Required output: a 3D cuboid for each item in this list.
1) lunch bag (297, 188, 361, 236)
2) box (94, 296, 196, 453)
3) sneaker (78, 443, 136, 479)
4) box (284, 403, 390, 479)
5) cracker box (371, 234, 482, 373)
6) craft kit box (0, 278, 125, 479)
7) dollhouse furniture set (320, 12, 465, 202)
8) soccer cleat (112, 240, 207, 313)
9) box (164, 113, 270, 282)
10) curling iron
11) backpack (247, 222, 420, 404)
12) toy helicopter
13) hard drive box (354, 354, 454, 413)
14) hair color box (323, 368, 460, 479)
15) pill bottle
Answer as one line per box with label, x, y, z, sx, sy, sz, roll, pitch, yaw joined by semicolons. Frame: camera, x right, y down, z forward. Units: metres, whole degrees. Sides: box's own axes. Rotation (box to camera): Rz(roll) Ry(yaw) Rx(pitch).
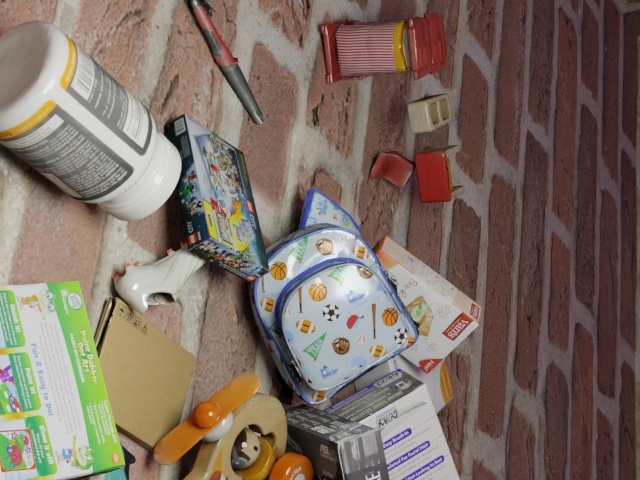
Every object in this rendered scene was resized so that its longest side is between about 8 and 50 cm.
lunch bag;0.000;0.000;2.119;0.151;0.096;0.129;55;39;-52
box;-0.260;0.199;1.710;0.201;0.021;0.164;46;48;-46
sneaker;-0.290;0.397;1.531;0.121;0.108;0.302;32;55;-47
box;0.022;0.400;1.874;0.076;0.307;0.243;-13;96;-22
cracker box;0.160;0.120;2.195;0.232;0.156;0.067;36;32;-8
craft kit box;-0.369;0.175;1.426;0.246;0.061;0.250;-2;72;-48
dollhouse furniture set;0.143;-0.253;2.332;0.152;0.201;0.374;-29;114;-58
soccer cleat;-0.223;0.056;1.754;0.076;0.068;0.196;54;36;9
box;-0.160;-0.065;1.847;0.159;0.044;0.233;33;36;-52
curling iron;-0.153;-0.311;1.998;0.274;0.035;0.068;63;36;-28
backpack;0.007;0.109;1.958;0.263;0.276;0.213;60;-11;-3
toy helicopter;-0.166;0.340;1.712;0.355;0.140;0.235;-38;131;-43
hard drive box;0.161;0.270;2.327;0.232;0.089;0.181;-29;108;-57
hair color box;0.143;0.427;2.164;0.185;0.110;0.339;-27;112;-17
pill bottle;-0.316;-0.147;1.568;0.278;0.162;0.162;44;47;-47
